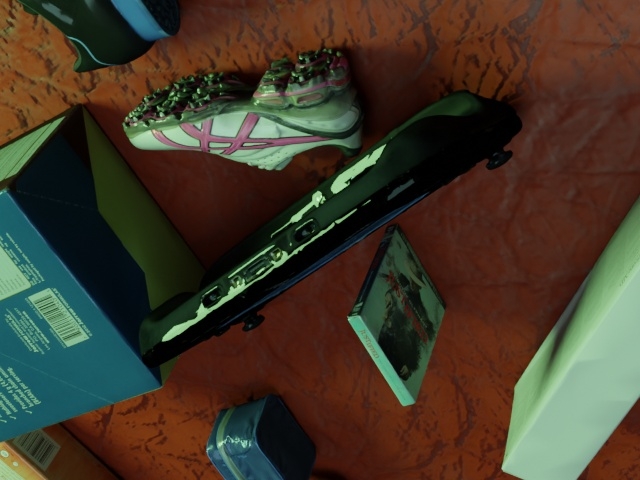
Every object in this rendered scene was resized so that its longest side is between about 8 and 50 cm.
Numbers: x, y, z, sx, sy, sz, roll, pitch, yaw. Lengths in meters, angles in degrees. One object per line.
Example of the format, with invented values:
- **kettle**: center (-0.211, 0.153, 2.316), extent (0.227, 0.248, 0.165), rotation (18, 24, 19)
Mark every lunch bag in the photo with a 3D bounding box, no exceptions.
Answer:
- **lunch bag**: center (-0.054, 0.193, 1.069), extent (0.065, 0.067, 0.098), rotation (-19, 117, 29)

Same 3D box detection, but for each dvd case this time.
- **dvd case**: center (0.060, 0.054, 0.901), extent (0.013, 0.119, 0.087), rotation (-19, 115, 29)

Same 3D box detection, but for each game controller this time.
- **game controller**: center (0.000, 0.000, 0.856), extent (0.319, 0.166, 0.067), rotation (-35, 94, 35)

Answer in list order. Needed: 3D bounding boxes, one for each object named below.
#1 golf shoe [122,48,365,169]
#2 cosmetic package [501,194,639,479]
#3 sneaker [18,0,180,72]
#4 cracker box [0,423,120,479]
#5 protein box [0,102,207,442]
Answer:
- **golf shoe**: center (-0.058, -0.082, 0.878), extent (0.186, 0.067, 0.086), rotation (-6, 123, 22)
- **cosmetic package**: center (0.213, 0.076, 0.879), extent (0.060, 0.099, 0.239), rotation (25, 128, 1)
- **sneaker**: center (-0.195, -0.218, 0.819), extent (0.090, 0.081, 0.232), rotation (-23, 116, 22)
- **cracker box**: center (-0.320, 0.274, 1.214), extent (0.232, 0.067, 0.156), rotation (-34, 108, 34)
- **protein box**: center (-0.236, 0.034, 0.974), extent (0.201, 0.136, 0.200), rotation (-21, 115, 29)
